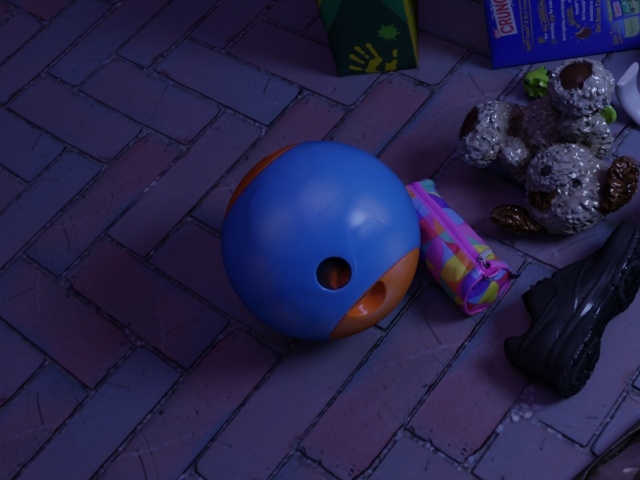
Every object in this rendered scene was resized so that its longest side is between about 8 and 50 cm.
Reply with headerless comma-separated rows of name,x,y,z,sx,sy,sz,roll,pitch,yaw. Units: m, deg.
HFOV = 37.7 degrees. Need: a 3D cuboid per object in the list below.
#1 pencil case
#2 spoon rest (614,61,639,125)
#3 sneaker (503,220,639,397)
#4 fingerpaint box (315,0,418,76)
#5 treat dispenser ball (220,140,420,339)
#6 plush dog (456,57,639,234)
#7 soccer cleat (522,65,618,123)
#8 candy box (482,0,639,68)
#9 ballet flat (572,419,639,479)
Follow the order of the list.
pencil case,0.193,0.005,1.413,0.104,0.104,0.236,-33,52,-8
spoon rest,0.582,-0.170,1.448,0.276,0.084,0.137,38,73,20
sneaker,0.358,0.076,1.312,0.130,0.109,0.286,22,62,36
fingerpaint box,0.073,-0.590,1.705,0.163,0.371,0.445,-5,55,13
treat dispenser ball,0.000,0.000,1.352,0.288,0.288,0.288,-8,53,11
plush dog,0.364,-0.114,1.425,0.262,0.210,0.225,-22,62,36
soccer cleat,0.420,-0.247,1.554,0.179,0.060,0.072,32,56,33
candy box,0.425,-0.441,1.556,0.317,0.268,0.122,-6,51,12
ballet flat,0.388,0.284,1.177,0.250,0.058,0.084,-39,53,-12
